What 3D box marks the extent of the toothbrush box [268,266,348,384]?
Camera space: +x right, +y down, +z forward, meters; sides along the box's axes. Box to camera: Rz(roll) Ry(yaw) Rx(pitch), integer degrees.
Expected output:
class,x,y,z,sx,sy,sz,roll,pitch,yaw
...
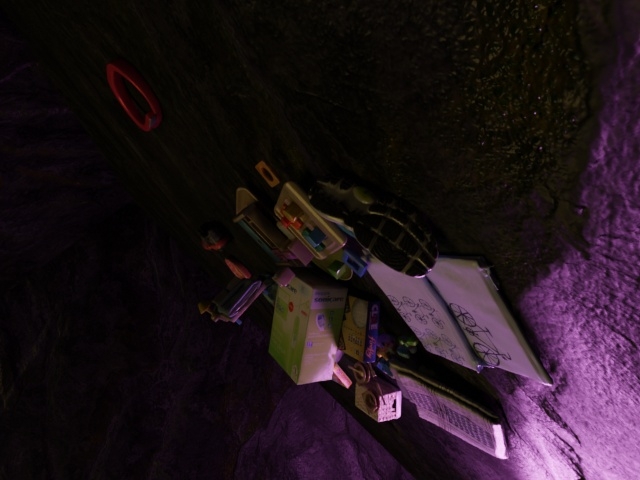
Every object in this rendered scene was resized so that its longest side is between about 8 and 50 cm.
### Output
class,x,y,z,sx,sy,sz,roll,pitch,yaw
toothbrush box,-0.044,0.240,1.239,0.206,0.122,0.283,26,109,56

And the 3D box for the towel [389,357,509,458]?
class,x,y,z,sx,sy,sz,roll,pitch,yaw
towel,0.350,0.474,1.170,0.324,0.056,0.312,21,154,39

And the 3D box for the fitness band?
class,x,y,z,sx,sy,sz,roll,pitch,yaw
fitness band,-0.600,-0.466,1.361,0.209,0.054,0.290,55,158,-14

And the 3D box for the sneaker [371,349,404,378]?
class,x,y,z,sx,sy,sz,roll,pitch,yaw
sneaker,0.210,0.395,1.362,0.084,0.058,0.152,38,166,-2

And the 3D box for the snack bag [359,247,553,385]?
class,x,y,z,sx,sy,sz,roll,pitch,yaw
snack bag,0.256,0.149,0.844,0.323,0.037,0.342,54,158,-19

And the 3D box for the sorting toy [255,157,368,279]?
class,x,y,z,sx,sy,sz,roll,pitch,yaw
sorting toy,-0.039,-0.033,0.957,0.348,0.047,0.196,47,160,0

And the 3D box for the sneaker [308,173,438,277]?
class,x,y,z,sx,sy,sz,roll,pitch,yaw
sneaker,0.100,-0.030,0.766,0.275,0.107,0.110,40,179,30

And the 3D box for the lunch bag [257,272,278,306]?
class,x,y,z,sx,sy,sz,roll,pitch,yaw
lunch bag,-0.206,0.213,1.805,0.129,0.096,0.151,54,173,-27

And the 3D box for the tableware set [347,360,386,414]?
class,x,y,z,sx,sy,sz,roll,pitch,yaw
tableware set,0.166,0.543,1.570,0.128,0.039,0.194,-55,46,45

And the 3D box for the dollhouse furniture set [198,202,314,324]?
class,x,y,z,sx,sy,sz,roll,pitch,yaw
dollhouse furniture set,-0.219,0.075,1.135,0.198,0.303,0.286,46,162,-13

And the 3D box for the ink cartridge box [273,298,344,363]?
class,x,y,z,sx,sy,sz,roll,pitch,yaw
ink cartridge box,-0.029,0.327,1.602,0.226,0.131,0.306,31,156,31

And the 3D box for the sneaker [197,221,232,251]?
class,x,y,z,sx,sy,sz,roll,pitch,yaw
sneaker,-0.498,-0.024,1.918,0.135,0.097,0.276,53,157,-18

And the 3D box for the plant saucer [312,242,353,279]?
class,x,y,z,sx,sy,sz,roll,pitch,yaw
plant saucer,0.000,0.000,1.066,0.241,0.037,0.241,39,159,18

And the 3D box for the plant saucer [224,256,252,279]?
class,x,y,z,sx,sy,sz,roll,pitch,yaw
plant saucer,-0.416,0.158,2.187,0.200,0.037,0.200,40,158,19

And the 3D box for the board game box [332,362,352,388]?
class,x,y,z,sx,sy,sz,roll,pitch,yaw
board game box,-0.002,0.468,1.596,0.259,0.039,0.124,12,143,53

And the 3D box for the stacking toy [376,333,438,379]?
class,x,y,z,sx,sy,sz,roll,pitch,yaw
stacking toy,0.213,0.291,1.178,0.221,0.052,0.167,11,142,51

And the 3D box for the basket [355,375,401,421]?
class,x,y,z,sx,sy,sz,roll,pitch,yaw
basket,0.218,0.609,1.625,0.167,0.103,0.113,8,98,58

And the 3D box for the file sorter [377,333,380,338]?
class,x,y,z,sx,sy,sz,roll,pitch,yaw
file sorter,0.090,0.295,1.346,0.118,0.104,0.170,55,159,-20

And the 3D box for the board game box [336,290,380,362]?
class,x,y,z,sx,sy,sz,roll,pitch,yaw
board game box,0.074,0.230,1.202,0.243,0.042,0.165,9,95,60

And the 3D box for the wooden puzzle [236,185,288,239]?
class,x,y,z,sx,sy,sz,roll,pitch,yaw
wooden puzzle,-0.154,-0.051,1.277,0.238,0.044,0.221,40,159,3
